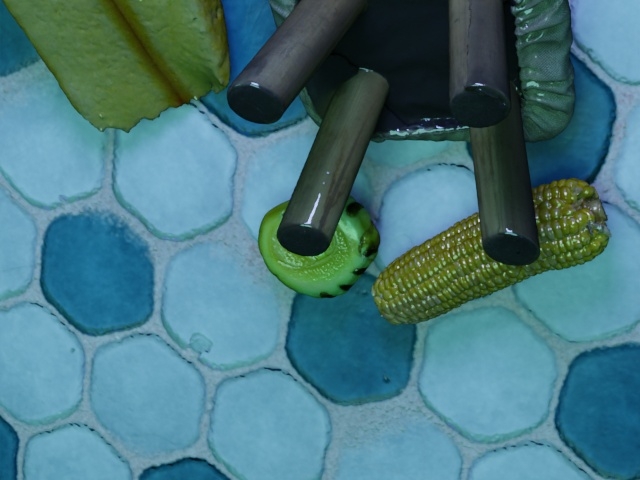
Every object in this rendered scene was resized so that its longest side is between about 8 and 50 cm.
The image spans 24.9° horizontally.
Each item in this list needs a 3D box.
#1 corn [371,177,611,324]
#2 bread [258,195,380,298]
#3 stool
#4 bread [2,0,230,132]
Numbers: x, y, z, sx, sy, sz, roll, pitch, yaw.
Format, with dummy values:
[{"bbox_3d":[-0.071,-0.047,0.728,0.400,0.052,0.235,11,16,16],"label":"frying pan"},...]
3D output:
[{"bbox_3d":[0.184,0.019,1.603,0.291,0.101,0.101,-27,98,27],"label":"corn"},{"bbox_3d":[0.000,0.000,1.666,0.139,0.071,0.130,-42,89,27],"label":"bread"},{"bbox_3d":[0.086,-0.138,1.449,0.310,0.226,0.310,3,145,18],"label":"stool"},{"bbox_3d":[-0.246,-0.288,1.561,0.233,0.245,0.362,-14,100,21],"label":"bread"}]
